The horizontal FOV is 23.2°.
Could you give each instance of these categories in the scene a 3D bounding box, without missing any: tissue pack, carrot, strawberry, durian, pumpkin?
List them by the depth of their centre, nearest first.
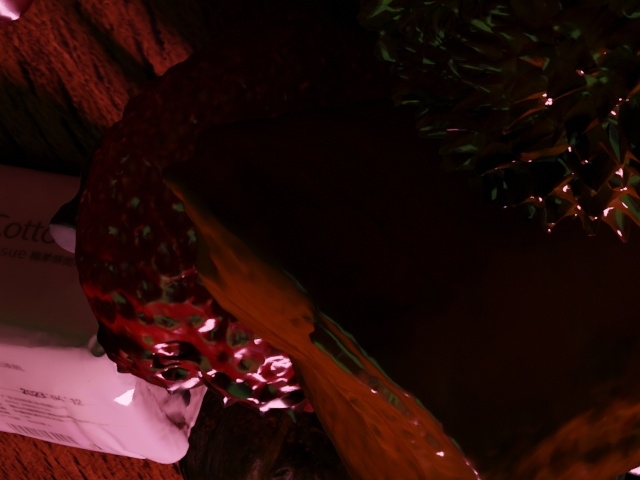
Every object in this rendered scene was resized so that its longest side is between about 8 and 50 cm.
[{"bbox_3d":[0.151,-0.139,0.664,0.258,0.258,0.293,27,145,-17],"label":"durian"},{"bbox_3d":[0.077,0.034,0.840,0.340,0.241,0.241,-14,168,-25],"label":"carrot"},{"bbox_3d":[-0.023,-0.025,1.027,0.238,0.250,0.288,23,116,3],"label":"strawberry"},{"bbox_3d":[-0.285,0.056,1.427,0.356,0.194,0.266,10,153,16],"label":"tissue pack"},{"bbox_3d":[-0.037,0.253,1.628,0.260,0.189,0.260,20,166,5],"label":"pumpkin"}]

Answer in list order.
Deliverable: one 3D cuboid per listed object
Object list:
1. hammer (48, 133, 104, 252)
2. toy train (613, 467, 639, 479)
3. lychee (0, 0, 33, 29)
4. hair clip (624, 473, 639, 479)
[{"bbox_3d":[-0.119,0.010,1.213,0.041,0.159,0.226,3,136,32],"label":"hammer"},{"bbox_3d":[0.119,0.254,1.123,0.179,0.272,0.442,17,145,14],"label":"toy train"},{"bbox_3d":[-0.181,-0.248,0.445,0.500,0.425,0.424,-18,139,27],"label":"lychee"},{"bbox_3d":[0.176,0.237,1.447,0.310,0.206,0.194,-8,143,46],"label":"hair clip"}]
